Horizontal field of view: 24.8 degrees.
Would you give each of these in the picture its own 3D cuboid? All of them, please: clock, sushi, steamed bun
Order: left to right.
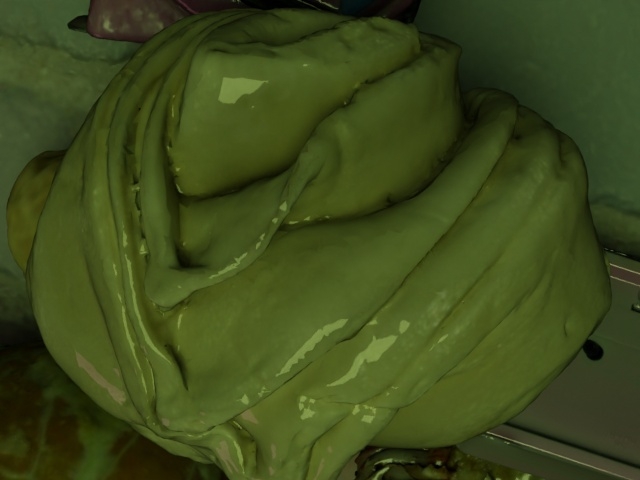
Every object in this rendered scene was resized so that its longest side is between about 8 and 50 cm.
[{"bbox_3d":[0.002,-0.002,0.779,0.289,0.203,0.276,36,72,11],"label":"steamed bun"},{"bbox_3d":[0.135,0.168,1.000,0.226,0.097,0.103,-11,106,8],"label":"sushi"},{"bbox_3d":[0.199,0.091,0.949,0.197,0.063,0.150,18,67,0],"label":"clock"}]

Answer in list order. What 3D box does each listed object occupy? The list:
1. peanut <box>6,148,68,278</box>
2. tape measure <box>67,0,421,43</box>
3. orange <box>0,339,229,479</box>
[{"bbox_3d":[-0.055,0.012,0.950,0.306,0.147,0.147,23,108,1],"label":"peanut"},{"bbox_3d":[-0.032,-0.229,0.873,0.245,0.149,0.231,10,110,10],"label":"tape measure"},{"bbox_3d":[-0.194,0.223,0.975,0.329,0.249,0.329,1,111,3],"label":"orange"}]
